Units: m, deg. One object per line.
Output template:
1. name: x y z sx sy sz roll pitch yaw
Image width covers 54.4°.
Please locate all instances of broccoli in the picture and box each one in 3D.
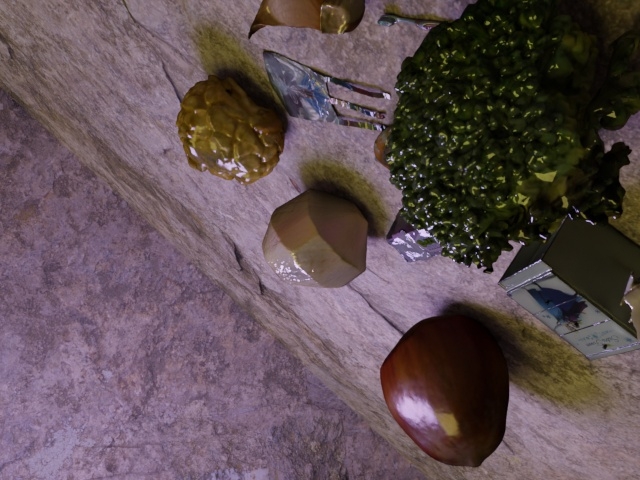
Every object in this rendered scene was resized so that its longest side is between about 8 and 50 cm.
1. broccoli: 0.235 -0.141 0.784 0.324 0.271 0.335 110 138 -65

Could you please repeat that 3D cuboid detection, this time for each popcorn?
1. popcorn: -0.198 -0.233 1.375 0.250 0.190 0.250 21 145 16

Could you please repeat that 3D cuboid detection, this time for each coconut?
1. coconut: 0.000 0.000 1.478 0.259 0.259 0.259 32 157 15

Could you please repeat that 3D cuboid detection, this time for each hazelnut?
1. hazelnut: 0.320 0.370 1.553 0.365 0.366 0.366 32 157 15

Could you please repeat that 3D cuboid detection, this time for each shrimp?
1. shrimp: 0.185 -0.158 1.082 0.145 0.059 0.254 36 155 -16

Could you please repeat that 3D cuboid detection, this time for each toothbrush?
1. toothbrush: 0.165 -0.306 0.896 0.193 0.019 0.013 21 152 32

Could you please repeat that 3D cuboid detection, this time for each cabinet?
1. cabinet: 0.437 0.071 1.035 0.206 0.150 0.145 38 158 2

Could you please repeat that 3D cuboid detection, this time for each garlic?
1. garlic: -0.006 -0.361 0.935 0.115 0.128 0.206 0 -170 -39

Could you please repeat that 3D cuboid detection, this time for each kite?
1. kite: 0.009 -0.277 1.189 0.309 0.015 0.169 20 151 38

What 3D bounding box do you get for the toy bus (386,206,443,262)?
1. toy bus: 0.239 -0.043 1.128 0.112 0.138 0.317 43 155 -9

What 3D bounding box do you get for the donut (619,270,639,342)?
1. donut: 0.597 0.148 0.832 0.307 0.150 0.371 -17 133 27
